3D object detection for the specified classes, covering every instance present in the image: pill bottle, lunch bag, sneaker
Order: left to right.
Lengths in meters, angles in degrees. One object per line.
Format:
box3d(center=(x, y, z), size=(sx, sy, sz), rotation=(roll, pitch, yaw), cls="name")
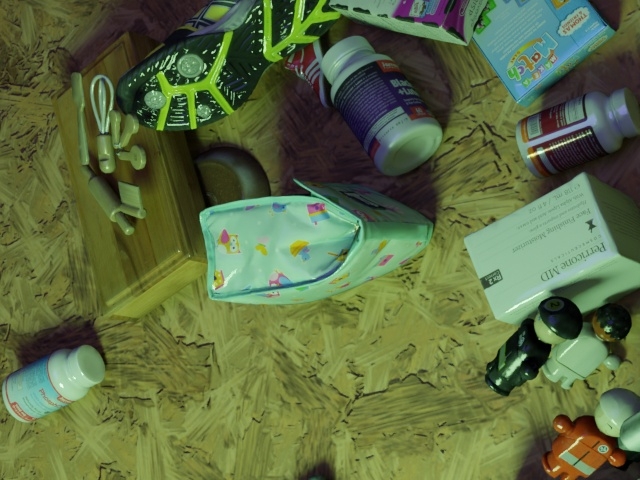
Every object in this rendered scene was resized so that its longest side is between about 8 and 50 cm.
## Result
box3d(center=(-0.425, 0.225, 2.242), size=(0.160, 0.087, 0.087), rotation=(-26, 68, 26), cls="pill bottle")
box3d(center=(-0.138, -0.300, 2.119), size=(0.384, 0.145, 0.147), rotation=(-31, 32, 5), cls="sneaker")
box3d(center=(-0.015, -0.243, 2.099), size=(0.067, 0.042, 0.118), rotation=(-19, 64, 24), cls="sneaker")
box3d(center=(0.000, 0.000, 1.937), size=(0.262, 0.223, 0.160), rotation=(-13, 82, 29), cls="lunch bag")
box3d(center=(0.081, -0.196, 1.992), size=(0.108, 0.108, 0.193), rotation=(-42, 63, 19), cls="pill bottle")
box3d(center=(0.340, -0.143, 1.834), size=(0.152, 0.086, 0.086), rotation=(-20, 71, 28), cls="pill bottle")

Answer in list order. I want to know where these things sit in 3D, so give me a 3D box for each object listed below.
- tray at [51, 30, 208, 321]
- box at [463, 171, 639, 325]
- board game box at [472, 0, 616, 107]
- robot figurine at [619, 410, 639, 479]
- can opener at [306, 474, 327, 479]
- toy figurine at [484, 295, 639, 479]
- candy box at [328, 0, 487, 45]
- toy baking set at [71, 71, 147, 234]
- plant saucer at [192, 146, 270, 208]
box3d(center=(-0.299, -0.102, 2.201), size=(0.203, 0.076, 0.411), rotation=(-34, 62, 31), cls="tray")
box3d(center=(0.310, 0.021, 1.766), size=(0.181, 0.182, 0.119), rotation=(-30, 66, 24), cls="box")
box3d(center=(0.282, -0.313, 1.929), size=(0.160, 0.039, 0.211), rotation=(-40, 62, 20), cls="board game box")
box3d(center=(0.513, 0.240, 1.538), size=(0.353, 0.200, 0.300), rotation=(4, 71, -12), cls="robot figurine")
box3d(center=(-0.084, 0.443, 2.000), size=(0.280, 0.093, 0.074), rotation=(-42, 64, 9), cls="can opener")
box3d(center=(0.333, 0.174, 1.705), size=(0.148, 0.209, 0.213), rotation=(-51, 57, 31), cls="toy figurine")
box3d(center=(0.137, -0.373, 1.976), size=(0.233, 0.071, 0.159), rotation=(22, 87, 45), cls="candy box")
box3d(center=(-0.315, -0.137, 2.113), size=(0.256, 0.030, 0.197), rotation=(46, 134, 38), cls="toy baking set")
box3d(center=(-0.168, -0.051, 2.164), size=(0.198, 0.036, 0.199), rotation=(-7, 77, 31), cls="plant saucer")
